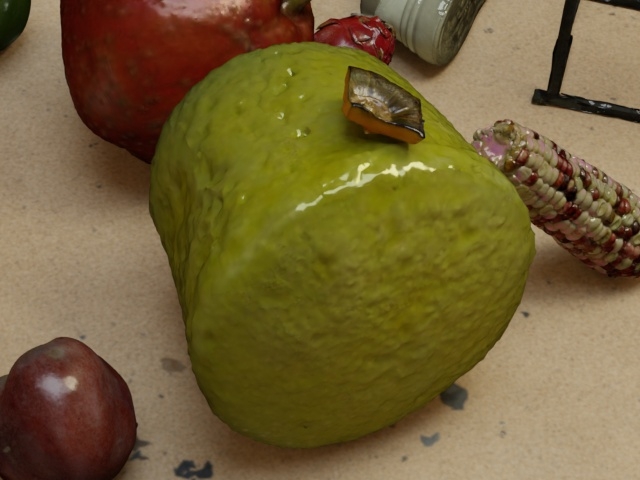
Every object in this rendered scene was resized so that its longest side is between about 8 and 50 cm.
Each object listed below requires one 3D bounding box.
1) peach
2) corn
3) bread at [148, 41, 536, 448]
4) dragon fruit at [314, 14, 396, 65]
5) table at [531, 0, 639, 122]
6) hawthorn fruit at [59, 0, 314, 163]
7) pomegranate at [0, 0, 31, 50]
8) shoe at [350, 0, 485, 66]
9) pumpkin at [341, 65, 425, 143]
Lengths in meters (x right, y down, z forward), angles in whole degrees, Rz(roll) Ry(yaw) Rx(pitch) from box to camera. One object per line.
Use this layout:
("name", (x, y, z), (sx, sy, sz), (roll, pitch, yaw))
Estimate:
("peach", (-0.247, 0.174, 1.673), (0.152, 0.152, 0.152), (2, 49, -2))
("corn", (0.257, -0.040, 1.827), (0.092, 0.280, 0.092), (-22, 54, 34))
("bread", (0.000, 0.000, 1.714), (0.348, 0.348, 0.308), (-18, 42, -18))
("dragon fruit", (-0.002, -0.202, 2.061), (0.190, 0.094, 0.094), (-14, 47, 13))
("table", (0.405, -0.317, 2.006), (0.272, 0.335, 0.222), (12, 49, 7))
("hawthorn fruit", (-0.116, -0.231, 1.920), (0.330, 0.287, 0.287), (-19, 47, 17))
("pomegranate", (-0.421, -0.252, 2.050), (0.152, 0.131, 0.191), (16, 72, 4))
("shoe", (0.128, -0.343, 2.162), (0.159, 0.124, 0.316), (12, 49, 16))
("pumpkin", (0.054, -0.113, 1.565), (0.073, 0.035, 0.101), (17, 26, -7))
